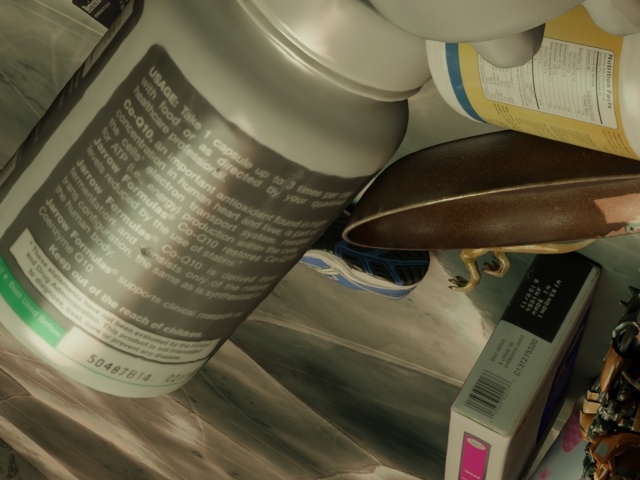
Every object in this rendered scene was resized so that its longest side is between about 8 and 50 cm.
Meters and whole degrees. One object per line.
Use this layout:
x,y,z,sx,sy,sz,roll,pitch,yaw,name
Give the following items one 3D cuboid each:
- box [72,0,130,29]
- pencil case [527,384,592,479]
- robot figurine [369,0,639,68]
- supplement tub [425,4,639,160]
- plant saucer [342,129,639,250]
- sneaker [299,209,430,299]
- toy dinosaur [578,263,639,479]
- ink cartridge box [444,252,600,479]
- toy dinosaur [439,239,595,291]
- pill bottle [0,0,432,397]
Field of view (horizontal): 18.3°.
-0.086,-0.189,1.519,0.158,0.093,0.156,36,160,-12,box
0.244,0.274,1.920,0.113,0.273,0.124,36,176,-25,pencil case
0.056,-0.241,1.008,0.300,0.200,0.353,-16,137,28,robot figurine
0.179,-0.125,1.202,0.199,0.144,0.144,16,156,35,supplement tub
0.168,-0.038,1.385,0.310,0.050,0.310,-4,172,-1,plant saucer
0.000,0.000,1.883,0.211,0.080,0.081,29,158,9,sneaker
0.258,0.121,1.544,0.164,0.218,0.322,20,-153,-22,toy dinosaur
0.181,0.152,1.846,0.069,0.176,0.371,26,161,14,ink cartridge box
0.138,-0.001,1.688,0.183,0.053,0.092,26,136,19,toy dinosaur
-0.070,-0.075,1.367,0.204,0.204,0.361,35,121,-13,pill bottle
